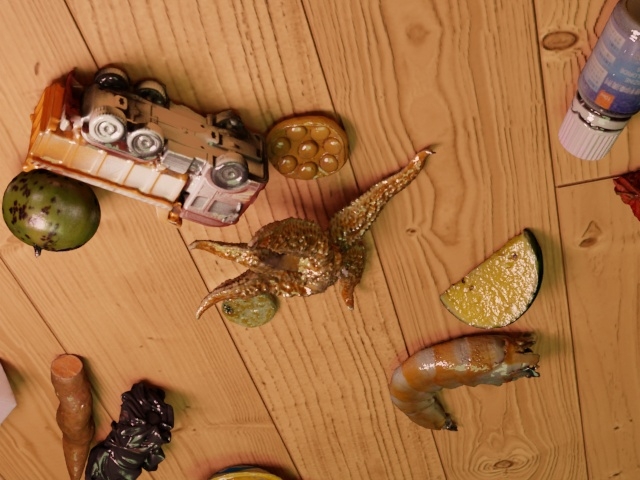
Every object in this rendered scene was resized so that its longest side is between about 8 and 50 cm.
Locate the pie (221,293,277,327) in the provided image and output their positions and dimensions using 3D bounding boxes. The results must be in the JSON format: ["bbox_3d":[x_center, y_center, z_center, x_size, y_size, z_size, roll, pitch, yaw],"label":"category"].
[{"bbox_3d":[-0.101,0.096,1.669,0.085,0.017,0.085,-1,138,-1],"label":"pie"}]

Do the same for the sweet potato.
[{"bbox_3d":[-0.387,0.287,1.833,0.059,0.067,0.281,-17,143,-20],"label":"sweet potato"}]

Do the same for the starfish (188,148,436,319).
[{"bbox_3d":[-0.021,0.011,1.461,0.293,0.084,0.301,-8,148,-33],"label":"starfish"}]

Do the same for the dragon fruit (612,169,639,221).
[{"bbox_3d":[0.465,-0.030,1.488,0.161,0.127,0.120,-9,131,5],"label":"dragon fruit"}]

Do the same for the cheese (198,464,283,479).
[{"bbox_3d":[-0.106,0.456,2.042,0.270,0.069,0.177,14,137,-23],"label":"cheese"}]

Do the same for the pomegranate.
[{"bbox_3d":[-0.325,-0.057,1.425,0.122,0.122,0.161,20,96,-24],"label":"pomegranate"}]

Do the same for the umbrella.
[{"bbox_3d":[-0.305,0.333,1.867,0.110,0.122,0.272,45,139,12],"label":"umbrella"}]

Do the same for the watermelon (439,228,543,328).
[{"bbox_3d":[0.257,0.074,1.624,0.092,0.075,0.181,29,131,-26],"label":"watermelon"}]

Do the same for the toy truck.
[{"bbox_3d":[-0.202,-0.104,1.363,0.270,0.114,0.135,19,131,-23],"label":"toy truck"}]

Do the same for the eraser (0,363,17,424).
[{"bbox_3d":[-0.647,0.293,1.809,0.213,0.082,0.397,22,133,-27],"label":"eraser"}]

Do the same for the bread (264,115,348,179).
[{"bbox_3d":[-0.016,-0.114,1.429,0.110,0.024,0.110,-1,138,-1],"label":"bread"}]

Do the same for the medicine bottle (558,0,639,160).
[{"bbox_3d":[0.340,-0.183,1.331,0.083,0.083,0.203,7,140,-11],"label":"medicine bottle"}]

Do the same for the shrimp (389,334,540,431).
[{"bbox_3d":[0.198,0.229,1.803,0.185,0.068,0.287,14,138,-17],"label":"shrimp"}]
